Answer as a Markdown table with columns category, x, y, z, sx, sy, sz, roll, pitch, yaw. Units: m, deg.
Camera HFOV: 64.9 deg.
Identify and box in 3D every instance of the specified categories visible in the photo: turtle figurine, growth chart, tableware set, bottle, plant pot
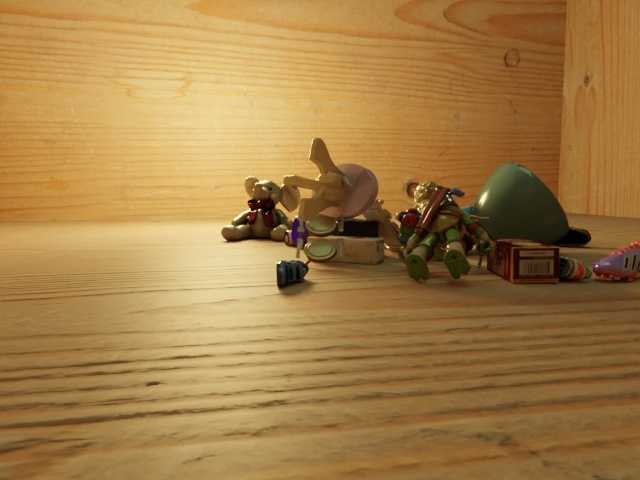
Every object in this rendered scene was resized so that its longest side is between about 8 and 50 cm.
| category | x | y | z | sx | sy | sz | roll | pitch | yaw |
| --- | --- | --- | --- | --- | --- | --- | --- | --- | --- |
| turtle figurine | 0.306 | 0.032 | 1.219 | 0.197 | 0.275 | 0.266 | 23 | 32 | 11 |
| growth chart | 0.203 | -0.044 | 1.586 | 0.021 | 0.237 | 0.172 | -45 | 29 | -17 |
| tableware set | 0.000 | 0.000 | 1.389 | 0.128 | 0.039 | 0.194 | 0 | 40 | 3 |
| bottle | 0.041 | -0.038 | 1.788 | 0.282 | 0.118 | 0.092 | -2 | 39 | -24 |
| plant pot | 0.588 | -0.072 | 1.573 | 0.195 | 0.290 | 0.290 | -36 | 7 | 1 |

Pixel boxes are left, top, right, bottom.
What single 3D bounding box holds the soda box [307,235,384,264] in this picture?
| category | x | y | z | sx | sy | sz | roll | pitch | yaw |
| --- | --- | --- | --- | --- | --- | --- | --- | --- | --- |
| soda box | 0.071 | 0.024 | 1.442 | 0.216 | 0.069 | 0.074 | 4 | 7 | 27 |

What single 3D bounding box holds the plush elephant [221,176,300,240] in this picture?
| category | x | y | z | sx | sy | sz | roll | pitch | yaw |
| --- | --- | --- | --- | --- | --- | --- | --- | --- | --- |
| plush elephant | -0.230 | -0.139 | 2.086 | 0.271 | 0.256 | 0.330 | 1 | 6 | 12 |

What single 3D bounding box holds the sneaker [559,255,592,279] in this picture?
| category | x | y | z | sx | sy | sz | roll | pitch | yaw |
| --- | --- | --- | --- | --- | --- | --- | --- | --- | --- |
| sneaker | 0.568 | 0.065 | 1.175 | 0.075 | 0.057 | 0.161 | 16 | 5 | -1 |

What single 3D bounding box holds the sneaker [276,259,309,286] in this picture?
| category | x | y | z | sx | sy | sz | roll | pitch | yaw |
| --- | --- | --- | --- | --- | --- | --- | --- | --- | --- |
| sneaker | -0.064 | 0.069 | 1.116 | 0.059 | 0.053 | 0.144 | 3 | 8 | 9 |

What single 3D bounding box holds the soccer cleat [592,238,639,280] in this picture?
| category | x | y | z | sx | sy | sz | roll | pitch | yaw |
| --- | --- | --- | --- | --- | --- | --- | --- | --- | --- |
| soccer cleat | 0.723 | 0.038 | 1.164 | 0.247 | 0.095 | 0.083 | -3 | 7 | -24 |

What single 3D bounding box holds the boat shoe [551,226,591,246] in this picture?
| category | x | y | z | sx | sy | sz | roll | pitch | yaw |
| --- | --- | --- | --- | --- | --- | --- | --- | --- | --- |
| boat shoe | 0.822 | -0.021 | 1.764 | 0.227 | 0.081 | 0.068 | 5 | 4 | 21 |

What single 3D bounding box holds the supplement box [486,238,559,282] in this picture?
| category | x | y | z | sx | sy | sz | roll | pitch | yaw |
| --- | --- | --- | --- | --- | --- | --- | --- | --- | --- |
| supplement box | 0.470 | 0.044 | 1.182 | 0.103 | 0.081 | 0.188 | 0 | 6 | 1 |

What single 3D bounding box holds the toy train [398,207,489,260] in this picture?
| category | x | y | z | sx | sy | sz | roll | pitch | yaw |
| --- | --- | --- | --- | --- | --- | --- | --- | --- | --- |
| toy train | 0.344 | -0.007 | 1.436 | 0.247 | 0.144 | 0.105 | 6 | 16 | 14 |

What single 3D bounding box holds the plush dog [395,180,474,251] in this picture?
| category | x | y | z | sx | sy | sz | roll | pitch | yaw |
| --- | --- | --- | --- | --- | --- | --- | --- | --- | --- |
| plush dog | 0.377 | -0.050 | 1.610 | 0.210 | 0.263 | 0.225 | -37 | 7 | -16 |

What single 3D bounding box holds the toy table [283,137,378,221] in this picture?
| category | x | y | z | sx | sy | sz | roll | pitch | yaw |
| --- | --- | --- | --- | --- | --- | --- | --- | --- | --- |
| toy table | 0.022 | -0.168 | 1.530 | 0.160 | 0.253 | 0.274 | 14 | -17 | -39 |

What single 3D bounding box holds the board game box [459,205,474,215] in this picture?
| category | x | y | z | sx | sy | sz | roll | pitch | yaw |
| --- | --- | --- | --- | --- | --- | --- | --- | --- | --- |
| board game box | 0.537 | -0.076 | 2.002 | 0.301 | 0.086 | 0.308 | -10 | -2 | 44 |

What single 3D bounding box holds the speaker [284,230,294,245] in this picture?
| category | x | y | z | sx | sy | sz | roll | pitch | yaw |
| --- | --- | --- | --- | --- | --- | --- | --- | --- | --- |
| speaker | -0.060 | -0.011 | 1.837 | 0.136 | 0.055 | 0.055 | -3 | 7 | -24 |

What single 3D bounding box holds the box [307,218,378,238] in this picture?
| category | x | y | z | sx | sy | sz | roll | pitch | yaw |
| --- | --- | --- | --- | --- | --- | --- | --- | --- | --- |
| box | 0.069 | -0.015 | 1.622 | 0.153 | 0.108 | 0.207 | -3 | 6 | -29 |
